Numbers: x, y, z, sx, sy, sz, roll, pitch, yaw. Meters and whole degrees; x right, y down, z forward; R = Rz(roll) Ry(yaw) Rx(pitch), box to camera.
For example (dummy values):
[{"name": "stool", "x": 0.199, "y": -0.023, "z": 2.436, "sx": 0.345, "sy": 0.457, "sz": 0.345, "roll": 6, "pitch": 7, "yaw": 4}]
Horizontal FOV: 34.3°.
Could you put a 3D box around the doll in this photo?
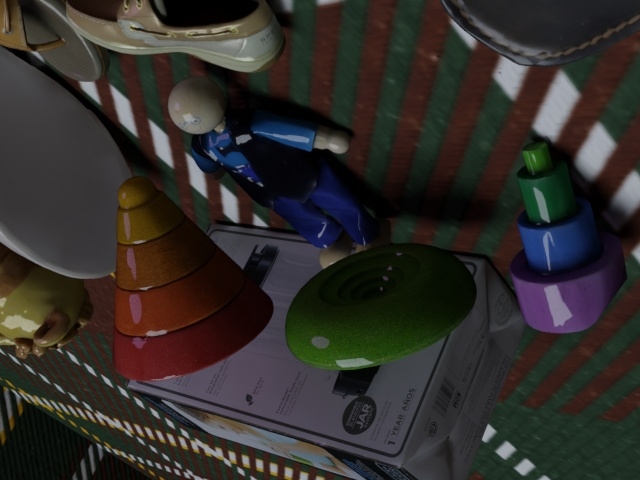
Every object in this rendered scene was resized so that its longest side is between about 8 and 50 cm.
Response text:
[{"name": "doll", "x": -0.028, "y": -0.049, "z": 0.707, "sx": 0.129, "sy": 0.046, "sz": 0.189, "roll": -12, "pitch": 138, "yaw": 43}]

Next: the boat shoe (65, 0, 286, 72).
[{"name": "boat shoe", "x": -0.086, "y": -0.133, "z": 0.590, "sx": 0.136, "sy": 0.050, "sz": 0.045, "roll": 11, "pitch": 152, "yaw": 14}]

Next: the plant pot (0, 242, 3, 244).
[{"name": "plant pot", "x": -0.544, "y": 0.058, "z": 1.142, "sx": 0.367, "sy": 0.352, "sz": 0.366, "roll": 24, "pitch": 158, "yaw": 10}]

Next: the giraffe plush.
[{"name": "giraffe plush", "x": -0.258, "y": 0.017, "z": 0.959, "sx": 0.210, "sy": 0.170, "sz": 0.181, "roll": 28, "pitch": 158, "yaw": -1}]

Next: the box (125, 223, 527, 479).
[{"name": "box", "x": -0.002, "y": 0.088, "z": 0.827, "sx": 0.290, "sy": 0.169, "sz": 0.087, "roll": 6, "pitch": 153, "yaw": 40}]

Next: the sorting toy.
[{"name": "sorting toy", "x": 0.000, "y": 0.000, "z": 0.660, "sx": 0.366, "sy": 0.127, "sz": 0.126, "roll": -7, "pitch": 115, "yaw": 28}]

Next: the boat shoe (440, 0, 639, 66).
[{"name": "boat shoe", "x": 0.097, "y": -0.131, "z": 0.259, "sx": 0.132, "sy": 0.130, "sz": 0.355, "roll": 28, "pitch": 159, "yaw": -1}]

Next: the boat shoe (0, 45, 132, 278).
[{"name": "boat shoe", "x": -0.295, "y": -0.103, "z": 0.829, "sx": 0.158, "sy": 0.127, "sz": 0.340, "roll": 9, "pitch": 144, "yaw": 53}]

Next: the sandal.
[{"name": "sandal", "x": -0.214, "y": -0.160, "z": 0.671, "sx": 0.072, "sy": 0.049, "sz": 0.180, "roll": 6, "pitch": 150, "yaw": 43}]
